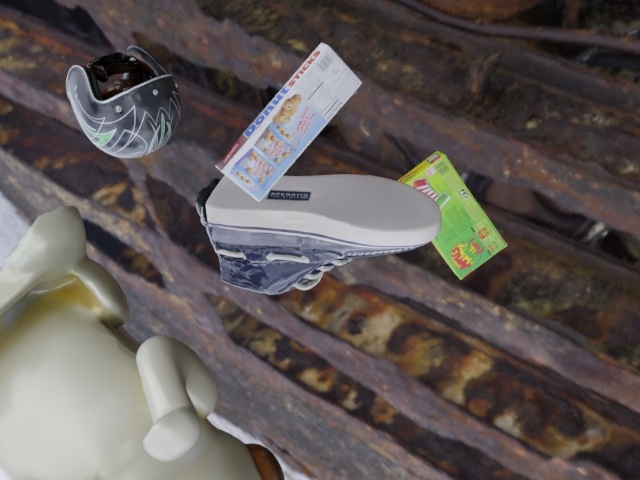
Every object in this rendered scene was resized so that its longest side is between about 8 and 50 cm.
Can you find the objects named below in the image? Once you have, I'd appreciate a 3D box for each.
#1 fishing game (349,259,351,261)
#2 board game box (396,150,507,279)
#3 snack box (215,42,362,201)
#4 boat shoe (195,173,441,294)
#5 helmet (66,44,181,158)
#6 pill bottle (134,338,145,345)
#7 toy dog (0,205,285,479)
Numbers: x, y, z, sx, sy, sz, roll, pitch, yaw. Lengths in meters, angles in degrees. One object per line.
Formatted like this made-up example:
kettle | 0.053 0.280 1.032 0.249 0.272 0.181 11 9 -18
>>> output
fishing game | -0.038 -0.020 1.465 0.189 0.264 0.041 116 153 -44
board game box | 0.201 -0.039 1.195 0.181 0.092 0.043 52 -176 -15
snack box | -0.034 -0.129 0.844 0.064 0.178 0.022 40 -178 -39
boat shoe | 0.000 0.000 1.082 0.340 0.127 0.158 8 130 16
helmet | -0.296 -0.207 1.183 0.161 0.169 0.169 45 161 15
pill bottle | -0.378 0.309 1.290 0.160 0.283 0.160 52 -173 -9
toy dog | -0.235 0.238 0.841 0.408 0.284 0.395 43 154 4
